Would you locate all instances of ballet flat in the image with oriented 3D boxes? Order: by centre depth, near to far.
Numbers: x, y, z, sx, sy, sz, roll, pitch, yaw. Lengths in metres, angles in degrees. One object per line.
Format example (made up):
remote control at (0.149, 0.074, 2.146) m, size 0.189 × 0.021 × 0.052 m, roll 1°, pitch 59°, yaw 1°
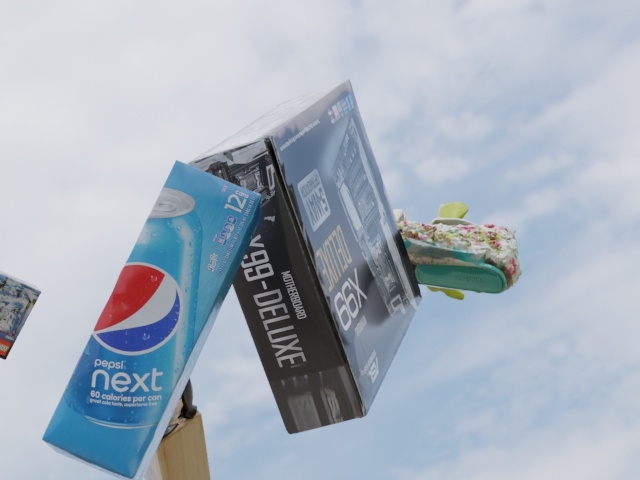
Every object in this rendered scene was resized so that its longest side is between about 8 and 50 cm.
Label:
ballet flat at (0.103, 0.006, 1.338) m, size 0.241 × 0.077 × 0.091 m, roll 10°, pitch -38°, yaw 16°

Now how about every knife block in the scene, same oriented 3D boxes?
knife block at (-0.228, 0.291, 1.863) m, size 0.088 × 0.275 × 0.242 m, roll -34°, pitch 12°, yaw -25°

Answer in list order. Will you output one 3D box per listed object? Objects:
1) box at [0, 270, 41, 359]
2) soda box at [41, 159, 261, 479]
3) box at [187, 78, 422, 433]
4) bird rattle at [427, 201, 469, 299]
box at (-0.408, 0.072, 1.432) m, size 0.137 × 0.027 × 0.094 m, roll 28°, pitch -91°, yaw -31°
soda box at (-0.111, 0.056, 0.841) m, size 0.067 × 0.210 × 0.071 m, roll 22°, pitch -16°, yaw 2°
box at (0.000, 0.000, 1.111) m, size 0.077 × 0.242 × 0.307 m, roll -16°, pitch 11°, yaw 17°
bird rattle at (0.090, 0.024, 1.791) m, size 0.254 × 0.143 × 0.207 m, roll -9°, pitch 11°, yaw -26°
